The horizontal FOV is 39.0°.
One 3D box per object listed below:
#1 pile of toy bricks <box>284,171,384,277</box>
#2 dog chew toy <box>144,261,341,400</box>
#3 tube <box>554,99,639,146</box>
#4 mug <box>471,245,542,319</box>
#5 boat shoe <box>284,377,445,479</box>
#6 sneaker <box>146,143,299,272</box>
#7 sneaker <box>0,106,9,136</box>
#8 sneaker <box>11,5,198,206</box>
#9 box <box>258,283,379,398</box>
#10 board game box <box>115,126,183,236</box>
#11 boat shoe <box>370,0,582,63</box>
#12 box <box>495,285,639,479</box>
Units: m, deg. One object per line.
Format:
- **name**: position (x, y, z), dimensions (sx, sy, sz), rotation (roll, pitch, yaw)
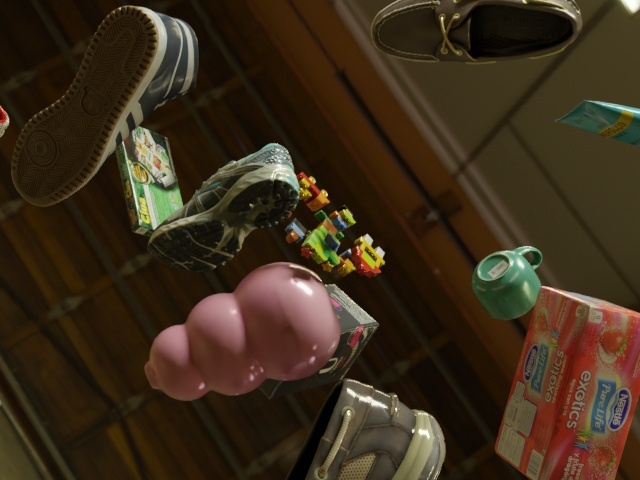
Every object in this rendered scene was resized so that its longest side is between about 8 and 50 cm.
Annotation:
- **pile of toy bricks**: position (0.000, 0.000, 1.526), dimensions (0.118, 0.105, 0.212), rotation (-34, -74, 34)
- **dog chew toy**: position (-0.137, 0.170, 1.544), dimensions (0.206, 0.332, 0.206), rotation (158, -90, -83)
- **tube**: position (0.403, -0.138, 1.120), dimensions (0.080, 0.207, 0.052), rotation (129, -28, -70)
- **mug**: position (0.382, 0.075, 1.881), dimensions (0.130, 0.157, 0.097), rotation (-12, -48, 34)
- **boat shoe**: position (-0.037, 0.276, 0.795), dimensions (0.130, 0.355, 0.132), rotation (38, -15, -3)
- **sneaker**: position (-0.146, -0.050, 1.393), dimensions (0.110, 0.283, 0.122), rotation (43, 31, -36)
- **sneaker**: position (-0.556, -0.194, 1.214), dimensions (0.270, 0.145, 0.090), rotation (36, 21, -35)
- **sneaker**: position (-0.252, -0.159, 1.099), dimensions (0.099, 0.282, 0.153), rotation (43, 21, 4)
- **box**: position (-0.032, 0.200, 1.845), dimensions (0.143, 0.165, 0.270), rotation (41, 23, 26)
- **board game box**: position (-0.338, -0.116, 1.797), dimensions (0.136, 0.030, 0.259), rotation (22, 43, -50)
- **boat shoe**: position (0.233, -0.326, 1.387), dimensions (0.096, 0.325, 0.116), rotation (-63, 152, -66)
- **box**: position (0.414, 0.243, 1.481), dimensions (0.154, 0.142, 0.299), rotation (-154, -102, -70)
